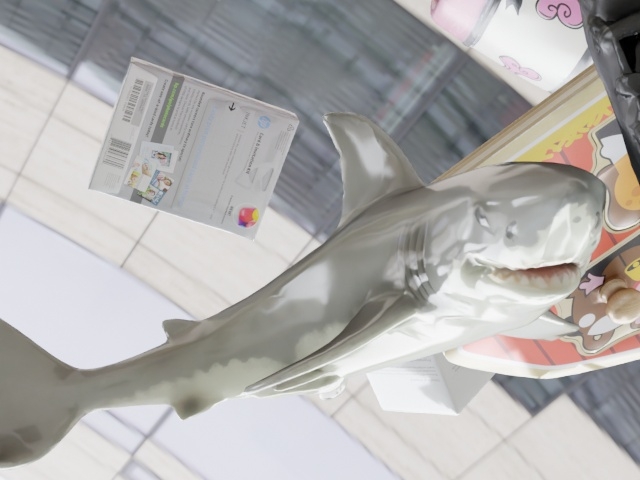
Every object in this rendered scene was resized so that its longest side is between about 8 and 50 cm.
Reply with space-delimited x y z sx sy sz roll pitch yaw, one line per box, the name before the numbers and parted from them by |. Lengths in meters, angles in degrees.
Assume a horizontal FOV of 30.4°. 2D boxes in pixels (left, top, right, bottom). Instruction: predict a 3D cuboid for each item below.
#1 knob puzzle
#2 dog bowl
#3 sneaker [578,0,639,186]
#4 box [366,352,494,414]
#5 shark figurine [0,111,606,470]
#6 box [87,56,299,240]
knob puzzle | 0.140 0.005 0.549 0.213 0.213 0.030 9 -147 -31
dog bowl | 0.225 -0.353 1.128 0.150 0.408 0.408 16 -137 -1
sneaker | 0.112 -0.011 0.294 0.121 0.079 0.217 -29 -87 -52
box | 0.107 0.104 1.137 0.101 0.102 0.087 -40 -66 -39
shark figurine | -0.012 0.009 0.466 0.166 0.278 0.116 12 -118 -61
box | -0.134 -0.095 1.246 0.186 0.145 0.038 17 -164 -14
